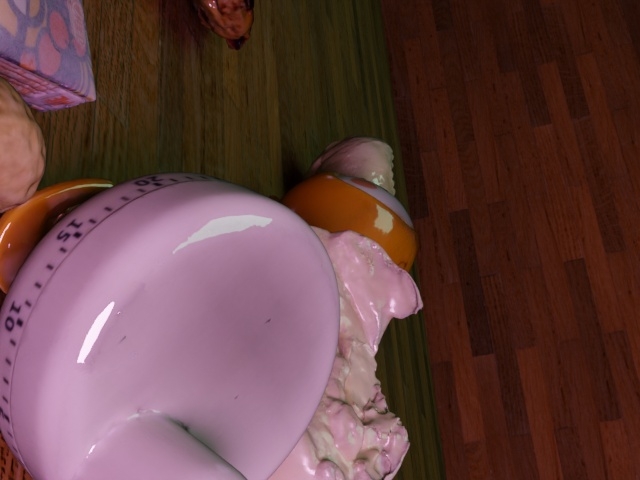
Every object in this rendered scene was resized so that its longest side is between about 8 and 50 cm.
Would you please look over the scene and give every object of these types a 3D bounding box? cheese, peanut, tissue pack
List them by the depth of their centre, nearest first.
[{"bbox_3d":[-0.206,-0.055,0.489,0.193,0.089,0.089,8,71,-77],"label":"peanut"},{"bbox_3d":[-0.210,-0.154,0.611,0.148,0.060,0.109,22,58,-75],"label":"tissue pack"},{"bbox_3d":[-0.031,0.117,0.779,0.127,0.233,0.266,34,40,-41],"label":"cheese"}]

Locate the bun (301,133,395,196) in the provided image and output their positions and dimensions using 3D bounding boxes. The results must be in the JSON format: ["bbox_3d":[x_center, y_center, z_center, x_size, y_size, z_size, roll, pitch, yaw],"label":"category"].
[{"bbox_3d":[0.041,-0.046,1.449,0.259,0.160,0.259,1,90,-88],"label":"bun"}]

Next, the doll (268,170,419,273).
[{"bbox_3d":[0.000,0.000,1.213,0.213,0.236,0.213,-30,134,-36],"label":"doll"}]

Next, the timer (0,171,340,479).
[{"bbox_3d":[-0.078,0.080,0.574,0.233,0.240,0.234,-23,124,-39],"label":"timer"}]

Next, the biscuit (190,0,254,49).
[{"bbox_3d":[-0.127,-0.376,1.045,0.334,0.081,0.289,99,-16,-71],"label":"biscuit"}]
